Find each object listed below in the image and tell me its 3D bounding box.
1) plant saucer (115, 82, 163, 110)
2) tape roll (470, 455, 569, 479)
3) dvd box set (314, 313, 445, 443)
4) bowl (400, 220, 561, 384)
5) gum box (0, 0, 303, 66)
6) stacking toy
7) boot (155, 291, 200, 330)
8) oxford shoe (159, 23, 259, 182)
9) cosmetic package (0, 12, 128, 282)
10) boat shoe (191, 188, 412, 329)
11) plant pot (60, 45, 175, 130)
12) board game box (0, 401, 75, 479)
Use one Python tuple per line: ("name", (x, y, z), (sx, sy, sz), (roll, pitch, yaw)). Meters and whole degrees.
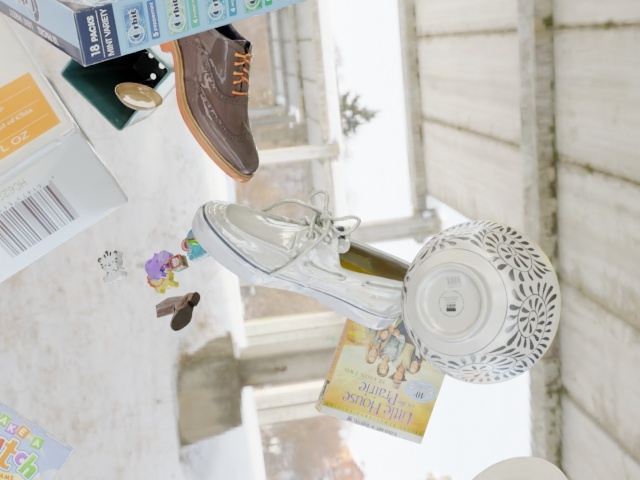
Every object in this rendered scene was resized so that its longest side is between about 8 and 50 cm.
("plant saucer", (-0.316, -0.247, 1.405), (0.083, 0.084, 0.015), (-105, -148, -51))
("tape roll", (0.369, 0.529, 1.419), (0.169, 0.246, 0.246), (49, 8, -24))
("dvd box set", (0.197, 0.303, 2.169), (0.062, 0.308, 0.420), (-168, -81, -78))
("bowl", (0.143, 0.061, 0.798), (0.080, 0.170, 0.170), (6, 74, -60))
("gum box", (-0.132, -0.195, 0.607), (0.157, 0.184, 0.041), (35, -40, 40))
("stacking toy", (-0.232, 0.022, 1.330), (0.167, 0.221, 0.052), (24, 45, -66))
("boot", (-0.311, 0.152, 1.669), (0.037, 0.114, 0.106), (58, 42, -24))
("oxford shoe", (-0.129, -0.209, 1.043), (0.271, 0.098, 0.097), (68, 25, -2))
("cosmetic package", (-0.479, -0.173, 1.135), (0.453, 0.230, 0.161), (49, -11, 36))
("boat shoe", (0.001, 0.006, 1.192), (0.156, 0.367, 0.135), (-50, -156, 32))
("plant pot", (-0.373, -0.354, 1.660), (0.166, 0.165, 0.234), (44, 20, -2))
("board game box", (-0.462, 0.332, 1.092), (0.211, 0.160, 0.039), (-58, -178, -12))
